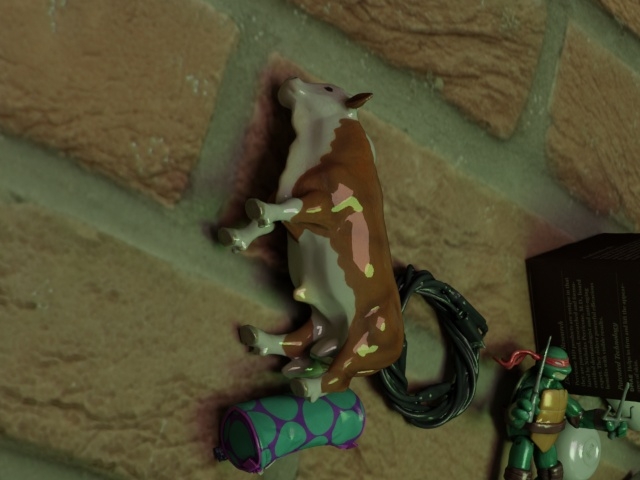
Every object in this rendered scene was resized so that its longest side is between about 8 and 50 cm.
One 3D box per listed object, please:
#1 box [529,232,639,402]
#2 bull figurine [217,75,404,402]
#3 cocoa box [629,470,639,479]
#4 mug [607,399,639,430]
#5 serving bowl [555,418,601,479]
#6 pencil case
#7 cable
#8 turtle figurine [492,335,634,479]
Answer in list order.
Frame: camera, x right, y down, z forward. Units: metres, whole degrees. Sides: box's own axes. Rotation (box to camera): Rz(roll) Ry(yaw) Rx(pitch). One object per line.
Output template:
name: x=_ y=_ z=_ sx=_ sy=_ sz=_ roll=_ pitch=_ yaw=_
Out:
box: x=0.379 y=0.087 z=1.725 sx=0.168 sy=0.203 sz=0.167 roll=-16 pitch=102 yaw=-44
bull figurine: x=0.000 y=0.000 z=1.420 sx=0.188 sy=0.101 sz=0.310 roll=-26 pitch=107 yaw=-38
cocoa box: x=0.458 y=0.496 z=1.789 sx=0.228 sy=0.231 sz=0.347 roll=-33 pitch=112 yaw=-39
mug: x=0.390 y=0.189 z=1.844 sx=0.064 sy=0.062 sz=0.078 roll=41 pitch=59 yaw=-28
serving bowl: x=0.316 y=0.255 z=1.788 sx=0.083 sy=0.027 sz=0.083 roll=0 pitch=90 yaw=-46
pencil case: x=-0.026 y=0.180 z=1.418 sx=0.152 sy=0.064 sz=0.070 roll=-8 pitch=80 yaw=-44
cable: x=0.107 y=0.112 z=1.573 sx=0.184 sy=0.047 sz=0.150 roll=44 pitch=66 yaw=-39
turtle figurine: x=0.261 y=0.209 z=1.671 sx=0.175 sy=0.118 sz=0.234 roll=3 pitch=105 yaw=-28
